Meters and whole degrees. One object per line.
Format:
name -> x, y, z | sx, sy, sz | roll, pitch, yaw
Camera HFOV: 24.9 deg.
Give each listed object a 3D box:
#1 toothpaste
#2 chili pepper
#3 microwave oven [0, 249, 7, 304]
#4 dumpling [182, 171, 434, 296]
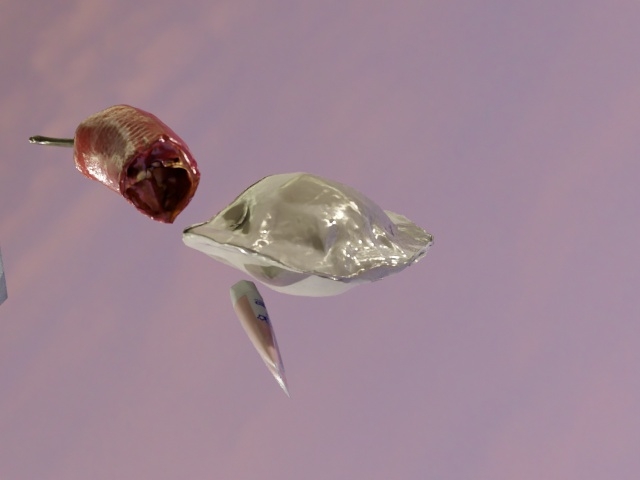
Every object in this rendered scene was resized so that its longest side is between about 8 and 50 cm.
toothpaste -> -0.079, 0.128, 1.964 | 0.042, 0.067, 0.194 | -24, -136, -3
chili pepper -> -0.295, -0.137, 2.152 | 0.131, 0.134, 0.338 | -59, -145, -2
microwave oven -> -0.552, 0.048, 1.954 | 0.208, 0.122, 0.162 | 6, -151, 15
dumpling -> -0.003, -0.001, 2.048 | 0.260, 0.341, 0.181 | 22, -93, 48
